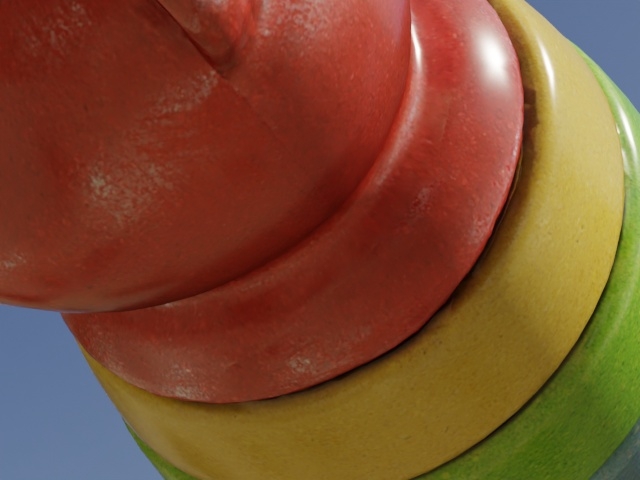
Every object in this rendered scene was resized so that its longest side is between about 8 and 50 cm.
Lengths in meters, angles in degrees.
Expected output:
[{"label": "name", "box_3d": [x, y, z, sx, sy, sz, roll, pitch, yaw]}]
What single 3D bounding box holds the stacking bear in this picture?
[{"label": "stacking bear", "box_3d": [0.000, 0.000, 0.439, 0.164, 0.175, 0.289, -39, -38, 2]}]
